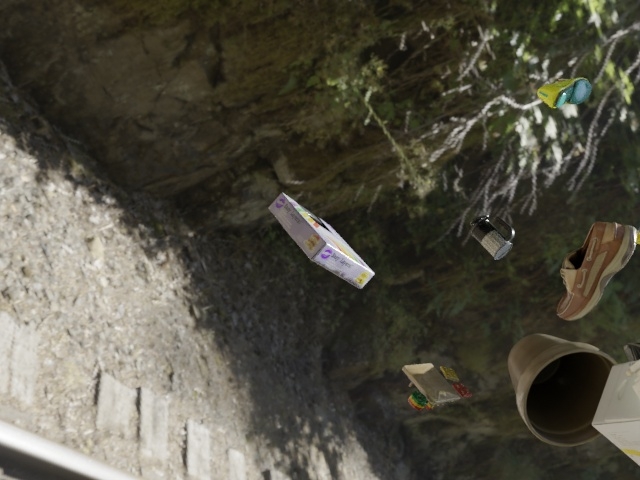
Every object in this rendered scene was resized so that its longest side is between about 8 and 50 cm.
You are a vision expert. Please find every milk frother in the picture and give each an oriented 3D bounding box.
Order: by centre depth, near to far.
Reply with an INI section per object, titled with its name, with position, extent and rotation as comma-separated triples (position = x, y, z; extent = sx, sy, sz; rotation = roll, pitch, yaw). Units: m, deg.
[milk frother]
position = 0.621, -0.019, 2.266
extent = 0.143, 0.129, 0.134
rotation = -4, 43, -40

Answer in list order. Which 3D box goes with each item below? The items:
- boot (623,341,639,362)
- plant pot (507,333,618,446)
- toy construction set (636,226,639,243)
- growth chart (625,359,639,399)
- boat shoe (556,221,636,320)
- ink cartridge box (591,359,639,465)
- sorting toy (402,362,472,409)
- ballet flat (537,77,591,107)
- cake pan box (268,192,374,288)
[boot]
position = 1.024, 0.312, 1.794
extent = 0.085, 0.179, 0.236
rotation = 67, -13, -2
[plant pot]
position = 0.739, 0.433, 1.954
extent = 0.280, 0.323, 0.323
rotation = -111, 178, -74
[toy construction set]
position = 1.124, 0.011, 1.811
extent = 0.215, 0.328, 0.151
rotation = 120, -14, -77
[growth chart]
position = 0.787, 0.349, 1.368
extent = 0.021, 0.172, 0.237
rotation = 8, 51, -34
[boat shoe]
position = 0.672, 0.073, 1.573
extent = 0.123, 0.116, 0.324
rotation = -61, 169, -50
[ink cartridge box]
position = 0.871, 0.455, 1.547
extent = 0.270, 0.197, 0.198
rotation = 40, 60, -6
[sorting toy]
position = 0.302, 0.403, 1.699
extent = 0.274, 0.046, 0.132
rotation = 7, 33, -46
[ballet flat]
position = 0.658, -0.407, 1.676
extent = 0.231, 0.077, 0.077
rotation = -22, 134, -43
[cake pan box]
position = 0.000, 0.000, 1.714
extent = 0.246, 0.070, 0.267
rotation = 36, 9, -46
